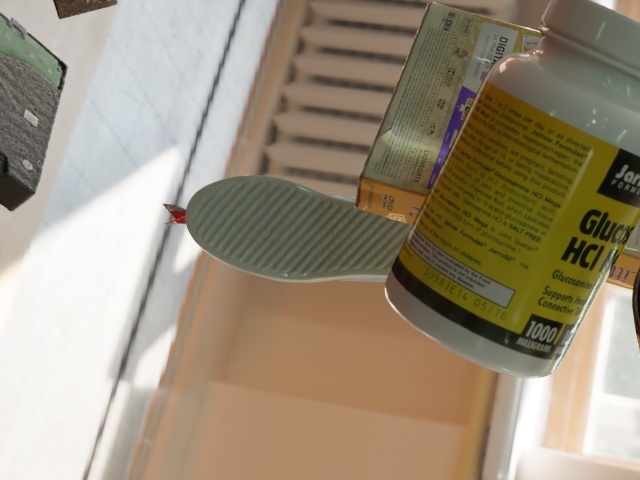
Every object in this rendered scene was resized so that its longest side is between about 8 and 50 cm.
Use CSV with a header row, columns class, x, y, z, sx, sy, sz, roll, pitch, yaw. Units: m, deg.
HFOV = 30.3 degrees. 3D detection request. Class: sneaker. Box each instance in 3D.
class,x,y,z,sx,sy,sz,roll,pitch,yaw
sneaker,0.000,0.000,1.573,0.150,0.366,0.135,144,-45,-79

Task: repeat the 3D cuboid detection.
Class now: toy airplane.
class,x,y,z,sx,sy,sz,roll,pitch,yaw
toy airplane,-0.158,-0.032,1.704,0.151,0.151,0.028,36,53,-72

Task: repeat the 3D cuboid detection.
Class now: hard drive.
class,x,y,z,sx,sy,sz,roll,pitch,yaw
hard drive,-0.498,-0.224,1.737,0.237,0.064,0.339,41,29,-31

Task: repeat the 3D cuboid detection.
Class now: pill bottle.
class,x,y,z,sx,sy,sz,roll,pitch,yaw
pill bottle,0.210,-0.054,1.110,0.334,0.188,0.188,-65,168,14

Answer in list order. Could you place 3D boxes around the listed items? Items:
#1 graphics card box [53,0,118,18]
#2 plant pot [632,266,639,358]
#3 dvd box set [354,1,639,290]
class,x,y,z,sx,sy,sz,roll,pitch,yaw
graphics card box,-0.357,-0.498,1.522,0.233,0.094,0.370,131,-58,-78
plant pot,0.362,0.128,0.967,0.230,0.215,0.215,78,26,-45
dvd box set,0.281,-0.103,1.331,0.062,0.420,0.307,98,11,-53
